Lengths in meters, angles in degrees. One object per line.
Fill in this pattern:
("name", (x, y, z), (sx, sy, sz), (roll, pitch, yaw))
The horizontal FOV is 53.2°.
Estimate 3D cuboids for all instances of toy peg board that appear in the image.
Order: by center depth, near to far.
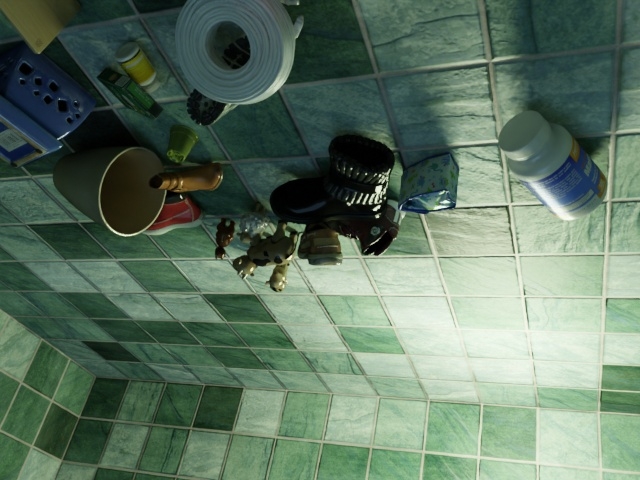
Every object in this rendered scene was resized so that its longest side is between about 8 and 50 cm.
("toy peg board", (-0.635, -0.521, 1.383), (0.079, 0.161, 0.161), (13, 151, 30))

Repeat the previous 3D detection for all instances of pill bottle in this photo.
("pill bottle", (0.535, -0.177, 1.484), (0.152, 0.152, 0.272), (-21, 135, 41))
("pill bottle", (-0.439, -0.416, 1.546), (0.065, 0.065, 0.116), (-3, 144, 24))

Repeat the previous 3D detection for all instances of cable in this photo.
("cable", (-0.181, -0.412, 1.350), (0.257, 0.089, 0.257), (19, 118, 6))

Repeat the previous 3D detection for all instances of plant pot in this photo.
("plant pot", (-0.772, -0.333, 1.657), (0.235, 0.212, 0.236), (-13, 139, 35))
("plant pot", (-0.386, -0.260, 1.753), (0.083, 0.079, 0.083), (9, 146, 6))
("plant pot", (-0.639, -0.169, 1.869), (0.273, 0.257, 0.257), (16, 152, 28))

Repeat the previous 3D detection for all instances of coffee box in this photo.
("coffee box", (-0.472, -0.364, 1.579), (0.184, 0.040, 0.113), (28, 166, 48))

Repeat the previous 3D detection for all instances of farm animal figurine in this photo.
("farm animal figurine", (-0.188, 0.058, 2.081), (0.330, 0.172, 0.326), (33, 143, -28))

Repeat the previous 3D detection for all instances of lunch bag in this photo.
("lunch bag", (0.275, -0.141, 1.653), (0.151, 0.129, 0.096), (-9, 141, 29))

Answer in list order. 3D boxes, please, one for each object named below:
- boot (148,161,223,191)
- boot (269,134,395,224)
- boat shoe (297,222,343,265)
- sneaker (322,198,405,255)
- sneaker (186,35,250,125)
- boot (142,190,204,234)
("boot", (-0.384, -0.176, 1.828), (0.152, 0.073, 0.197), (-2, 168, -45))
("boot", (0.022, -0.162, 1.702), (0.347, 0.131, 0.260), (-2, 153, 4))
("boat shoe", (0.000, 0.000, 1.871), (0.123, 0.117, 0.324), (-3, -175, -13))
("sneaker", (0.106, -0.022, 1.862), (0.281, 0.163, 0.106), (-13, 139, 34))
("sneaker", (-0.191, -0.385, 1.487), (0.283, 0.122, 0.110), (-33, 100, 24))
("boot", (-0.514, -0.106, 2.033), (0.244, 0.089, 0.176), (-10, 141, 19))
